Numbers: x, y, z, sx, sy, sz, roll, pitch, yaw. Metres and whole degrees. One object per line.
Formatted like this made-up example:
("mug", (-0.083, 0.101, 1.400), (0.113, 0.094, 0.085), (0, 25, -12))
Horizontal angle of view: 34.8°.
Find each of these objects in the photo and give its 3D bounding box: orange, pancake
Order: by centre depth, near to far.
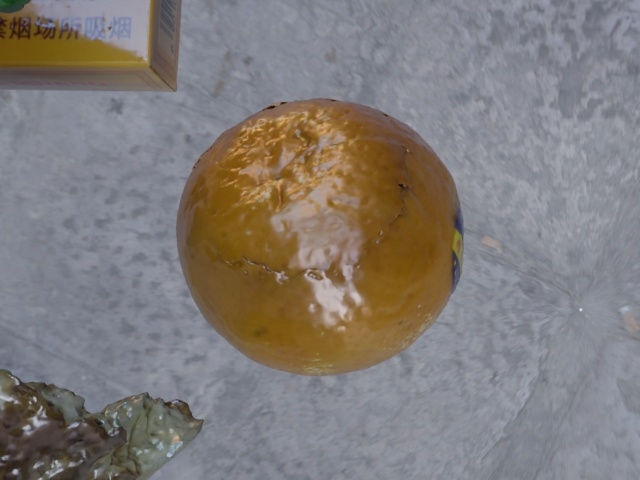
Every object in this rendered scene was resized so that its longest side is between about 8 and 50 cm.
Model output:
("pancake", (-0.209, 0.115, 0.464), (0.212, 0.257, 0.056), (-48, 36, 15))
("orange", (0.000, -0.003, 0.772), (0.219, 0.193, 0.219), (0, 60, 0))

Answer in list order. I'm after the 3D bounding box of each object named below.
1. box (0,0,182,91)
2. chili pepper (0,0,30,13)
("box", (-0.180, -0.239, 0.681), (0.174, 0.076, 0.274), (2, 85, 6))
("chili pepper", (-0.240, -0.142, 0.486), (0.216, 0.108, 0.062), (8, 116, 8))
